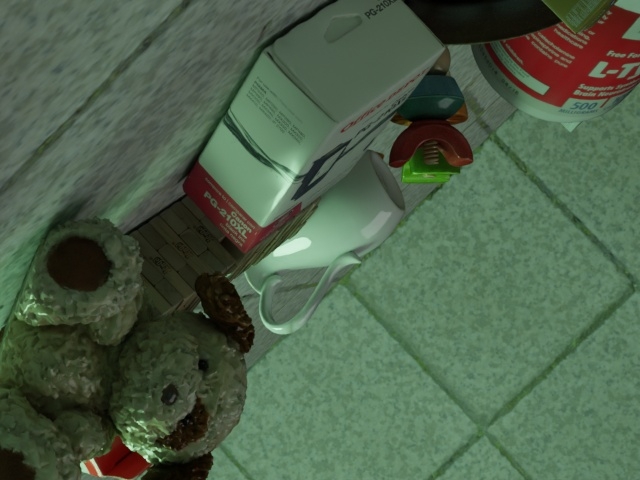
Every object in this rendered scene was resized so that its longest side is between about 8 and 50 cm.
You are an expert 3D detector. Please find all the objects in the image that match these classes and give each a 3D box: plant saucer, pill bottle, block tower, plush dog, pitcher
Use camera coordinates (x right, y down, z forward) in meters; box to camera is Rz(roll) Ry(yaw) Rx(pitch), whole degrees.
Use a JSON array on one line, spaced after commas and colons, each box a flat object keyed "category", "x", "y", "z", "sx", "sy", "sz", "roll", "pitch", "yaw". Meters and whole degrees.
[{"category": "plant saucer", "x": 0.170, "y": -0.252, "z": 1.520, "sx": 0.198, "sy": 0.036, "sz": 0.199, "roll": -9, "pitch": -156, "yaw": 4}, {"category": "pill bottle", "x": 0.332, "y": -0.315, "z": 1.656, "sx": 0.229, "sy": 0.229, "sz": 0.408, "roll": -40, "pitch": 173, "yaw": -23}, {"category": "block tower", "x": -0.134, "y": 0.013, "z": 1.536, "sx": 0.335, "sy": 0.097, "sz": 0.091, "roll": -40, "pitch": 173, "yaw": -44}, {"category": "plush dog", "x": -0.175, "y": 0.124, "z": 1.311, "sx": 0.210, "sy": 0.225, "sz": 0.263, "roll": -173, "pitch": -79, "yaw": -76}, {"category": "pitcher", "x": 0.000, "y": 0.000, "z": 1.722, "sx": 0.207, "sy": 0.178, "sz": 0.125, "roll": -29, "pitch": 151, "yaw": 16}]

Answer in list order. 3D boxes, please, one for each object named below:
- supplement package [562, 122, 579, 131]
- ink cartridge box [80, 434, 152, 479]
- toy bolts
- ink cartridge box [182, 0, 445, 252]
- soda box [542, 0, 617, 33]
[{"category": "supplement package", "x": 0.350, "y": -0.299, "z": 1.968, "sx": 0.194, "sy": 0.203, "sz": 0.149, "roll": -41, "pitch": 173, "yaw": -25}, {"category": "ink cartridge box", "x": -0.229, "y": 0.168, "z": 1.524, "sx": 0.231, "sy": 0.078, "sz": 0.134, "roll": 2, "pitch": -146, "yaw": 49}, {"category": "toy bolts", "x": 0.094, "y": -0.164, "z": 1.829, "sx": 0.218, "sy": 0.159, "sz": 0.228, "roll": -1, "pitch": 175, "yaw": -10}, {"category": "ink cartridge box", "x": -0.010, "y": -0.118, "z": 1.404, "sx": 0.172, "sy": 0.100, "sz": 0.237, "roll": -39, "pitch": 172, "yaw": -38}, {"category": "soda box", "x": 0.189, "y": -0.267, "z": 1.295, "sx": 0.058, "sy": 0.181, "sz": 0.061, "roll": -46, "pitch": 172, "yaw": 27}]
